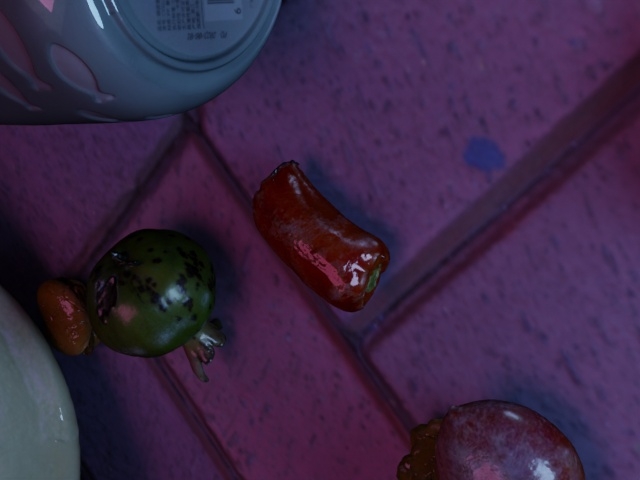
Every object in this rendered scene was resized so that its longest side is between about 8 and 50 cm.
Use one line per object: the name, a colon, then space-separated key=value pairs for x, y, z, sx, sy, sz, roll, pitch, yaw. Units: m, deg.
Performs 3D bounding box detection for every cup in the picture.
cup: x=-0.216 y=-0.229 z=0.993 sx=0.274 sy=0.356 sz=0.259 roll=6 pitch=78 yaw=40

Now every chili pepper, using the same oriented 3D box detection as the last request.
chili pepper: x=0.000 y=0.000 z=1.094 sx=0.123 sy=0.070 sz=0.073 roll=43 pitch=118 yaw=24

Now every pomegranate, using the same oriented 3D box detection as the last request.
pomegranate: x=-0.138 y=0.060 z=1.235 sx=0.122 sy=0.122 sz=0.161 roll=-8 pitch=131 yaw=47

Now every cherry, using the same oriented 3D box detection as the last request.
cherry: x=0.165 y=0.210 z=1.020 sx=0.107 sy=0.090 sz=0.225 roll=-37 pitch=90 yaw=15

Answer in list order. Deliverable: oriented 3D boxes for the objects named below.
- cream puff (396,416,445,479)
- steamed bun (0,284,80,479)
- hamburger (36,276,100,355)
cream puff: x=0.101 y=0.185 z=1.097 sx=0.083 sy=0.083 sz=0.058 roll=11 pitch=162 yaw=30
steamed bun: x=-0.434 y=0.198 z=1.455 sx=0.456 sy=0.290 sz=0.371 roll=62 pitch=153 yaw=-1
hamburger: x=-0.256 y=0.078 z=1.404 sx=0.076 sy=0.044 sz=0.083 roll=3 pitch=109 yaw=44
